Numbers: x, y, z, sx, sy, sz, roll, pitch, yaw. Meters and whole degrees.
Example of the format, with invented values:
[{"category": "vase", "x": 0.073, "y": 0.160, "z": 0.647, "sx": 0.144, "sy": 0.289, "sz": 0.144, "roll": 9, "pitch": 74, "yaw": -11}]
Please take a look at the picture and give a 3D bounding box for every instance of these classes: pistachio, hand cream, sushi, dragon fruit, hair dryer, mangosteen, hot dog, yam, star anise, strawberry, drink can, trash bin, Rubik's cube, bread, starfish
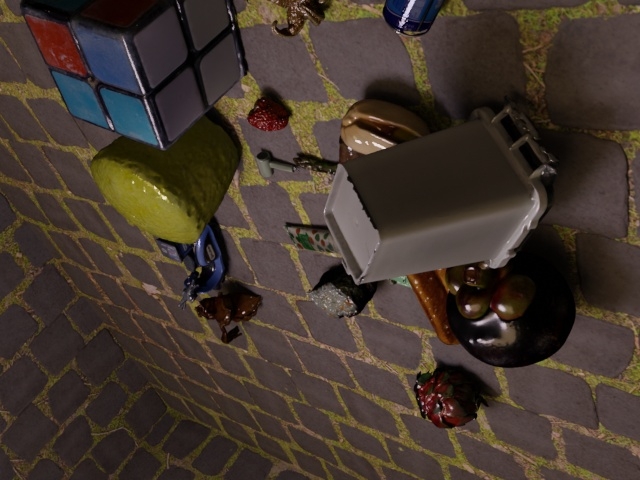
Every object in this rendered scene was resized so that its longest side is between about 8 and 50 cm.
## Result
[{"category": "pistachio", "x": 0.139, "y": -0.226, "z": 1.532, "sx": 0.200, "sy": 0.117, "sz": 0.145, "roll": 17, "pitch": -179, "yaw": 16}, {"category": "hand cream", "x": 0.000, "y": 0.000, "z": 2.031, "sx": 0.276, "sy": 0.059, "sz": 0.095, "roll": 5, "pitch": 134, "yaw": 50}, {"category": "sushi", "x": 0.066, "y": 0.144, "z": 2.080, "sx": 0.136, "sy": 0.126, "sz": 0.225, "roll": 45, "pitch": 150, "yaw": -11}, {"category": "dragon fruit", "x": 0.368, "y": 0.455, "z": 2.126, "sx": 0.189, "sy": 0.182, "sz": 0.182, "roll": 10, "pitch": 139, "yaw": 41}, {"category": "hair dryer", "x": -0.106, "y": -0.190, "z": 1.916, "sx": 0.124, "sy": 0.038, "sz": 0.063, "roll": 14, "pitch": 144, "yaw": 24}, {"category": "mangosteen", "x": 0.386, "y": 0.131, "z": 1.567, "sx": 0.275, "sy": 0.275, "sz": 0.302, "roll": 6, "pitch": 155, "yaw": 43}, {"category": "hot dog", "x": 0.313, "y": 0.118, "z": 1.789, "sx": 0.158, "sy": 0.117, "sz": 0.349, "roll": -13, "pitch": 127, "yaw": 29}, {"category": "yam", "x": 0.079, "y": -0.192, "z": 1.672, "sx": 0.079, "sy": 0.079, "sz": 0.141, "roll": 27, "pitch": 148, "yaw": 20}, {"category": "star anise", "x": -0.321, "y": 0.263, "z": 2.602, "sx": 0.237, "sy": 0.148, "sz": 0.346, "roll": -8, "pitch": 154, "yaw": -6}, {"category": "strawberry", "x": -0.122, "y": -0.296, "z": 1.751, "sx": 0.096, "sy": 0.083, "sz": 0.083, "roll": 25, "pitch": 148, "yaw": 9}, {"category": "drink can", "x": 0.180, "y": -0.448, "z": 1.206, "sx": 0.097, "sy": 0.097, "sz": 0.235, "roll": 35, "pitch": 149, "yaw": 7}, {"category": "trash bin", "x": 0.214, "y": -0.081, "z": 1.355, "sx": 0.296, "sy": 0.368, "sz": 0.256, "roll": 110, "pitch": 141, "yaw": -56}, {"category": "Rubik's cube", "x": -0.395, "y": -0.435, "z": 1.620, "sx": 0.318, "sy": 0.313, "sz": 0.316, "roll": 22, "pitch": 146, "yaw": 25}, {"category": "bread", "x": -0.408, "y": -0.182, "z": 1.974, "sx": 0.348, "sy": 0.308, "sz": 0.348, "roll": 25, "pitch": 152, "yaw": 14}, {"category": "starfish", "x": -0.055, "y": -0.475, "z": 1.439, "sx": 0.190, "sy": 0.074, "sz": 0.146, "roll": -5, "pitch": 130, "yaw": 50}]

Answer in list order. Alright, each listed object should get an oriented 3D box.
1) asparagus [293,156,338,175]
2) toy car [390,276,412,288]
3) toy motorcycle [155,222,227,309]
[{"category": "asparagus", "x": -0.002, "y": -0.183, "z": 1.812, "sx": 0.165, "sy": 0.030, "sz": 0.036, "roll": 17, "pitch": 167, "yaw": 29}, {"category": "toy car", "x": 0.228, "y": 0.099, "z": 1.935, "sx": 0.122, "sy": 0.035, "sz": 0.059, "roll": 18, "pitch": 145, "yaw": 17}, {"category": "toy motorcycle", "x": -0.404, "y": 0.071, "z": 2.395, "sx": 0.125, "sy": 0.212, "sz": 0.358, "roll": 20, "pitch": 145, "yaw": 27}]
